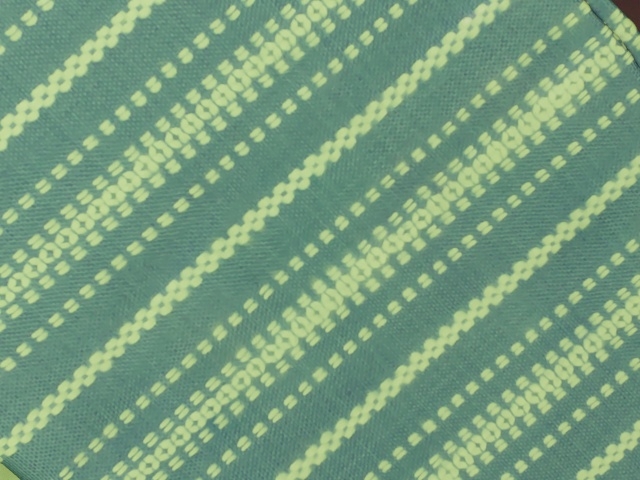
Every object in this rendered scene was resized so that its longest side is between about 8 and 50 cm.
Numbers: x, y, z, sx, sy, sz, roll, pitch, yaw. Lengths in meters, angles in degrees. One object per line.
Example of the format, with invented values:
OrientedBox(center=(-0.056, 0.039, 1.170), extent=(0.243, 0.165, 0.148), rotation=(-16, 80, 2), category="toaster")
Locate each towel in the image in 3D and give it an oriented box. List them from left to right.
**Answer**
OrientedBox(center=(0.000, 0.000, 0.589), extent=(0.243, 0.040, 0.336), rotation=(-43, 110, 2), category="towel")
